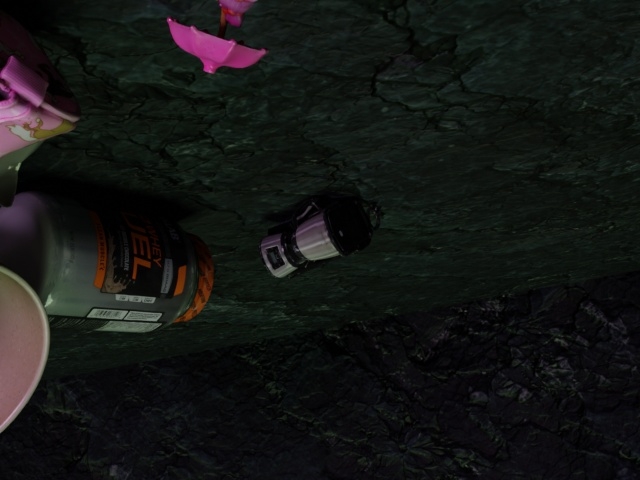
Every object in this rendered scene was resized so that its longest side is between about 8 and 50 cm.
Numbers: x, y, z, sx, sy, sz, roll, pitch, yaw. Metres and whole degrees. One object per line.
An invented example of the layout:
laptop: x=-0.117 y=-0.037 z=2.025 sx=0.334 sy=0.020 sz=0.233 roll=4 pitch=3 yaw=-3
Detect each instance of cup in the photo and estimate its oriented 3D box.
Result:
cup: x=-0.571 y=0.119 z=1.052 sx=0.237 sy=0.331 sz=0.331 roll=32 pitch=-169 yaw=35

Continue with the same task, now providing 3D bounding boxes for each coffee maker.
coffee maker: x=0.000 y=0.000 z=1.491 sx=0.178 sy=0.120 sz=0.171 roll=-21 pitch=161 yaw=37

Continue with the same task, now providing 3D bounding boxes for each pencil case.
pencil case: x=-0.416 y=-0.064 z=0.727 sx=0.386 sy=0.160 sz=0.167 roll=-34 pitch=165 yaw=3

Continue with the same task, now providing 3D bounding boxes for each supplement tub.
supplement tub: x=-0.350 y=0.045 z=1.291 sx=0.207 sy=0.207 sz=0.338 roll=-20 pitch=162 yaw=34

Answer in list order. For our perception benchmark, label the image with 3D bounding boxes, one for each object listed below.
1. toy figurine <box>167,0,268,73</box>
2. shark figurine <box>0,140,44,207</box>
toy figurine: x=-0.070 y=-0.216 z=0.620 sx=0.130 sy=0.159 sz=0.173 roll=2 pitch=160 yaw=-34
shark figurine: x=-0.373 y=-0.103 z=0.942 sx=0.278 sy=0.116 sz=0.166 roll=-18 pitch=163 yaw=35
